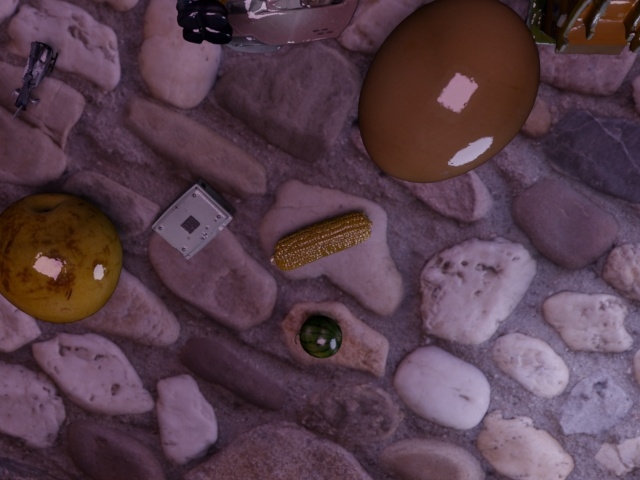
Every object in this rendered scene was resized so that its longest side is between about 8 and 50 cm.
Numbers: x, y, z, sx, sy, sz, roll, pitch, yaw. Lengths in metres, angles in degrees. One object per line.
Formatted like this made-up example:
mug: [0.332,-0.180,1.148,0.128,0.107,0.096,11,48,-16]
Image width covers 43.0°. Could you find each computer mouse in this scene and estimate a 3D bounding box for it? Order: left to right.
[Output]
computer mouse: [-0.075,-0.455,1.548,0.389,0.115,0.199,-6,115,5]

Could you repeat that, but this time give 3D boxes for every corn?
corn: [0.000,0.000,1.752,0.238,0.080,0.080,-22,110,7]

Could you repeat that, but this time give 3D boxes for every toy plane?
toy plane: [-0.581,-0.330,1.633,0.053,0.078,0.197,28,125,-12]

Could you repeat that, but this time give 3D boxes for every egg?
egg: [0.235,-0.275,1.513,0.301,0.301,0.374,32,119,-11]

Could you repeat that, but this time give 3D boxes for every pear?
pear: [-0.546,0.038,1.684,0.281,0.280,0.280,1,112,1]

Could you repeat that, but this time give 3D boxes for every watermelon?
watermelon: [-0.002,0.215,1.833,0.109,0.109,0.108,1,112,1]

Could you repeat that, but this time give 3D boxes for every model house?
model house: [0.524,-0.497,1.411,0.243,0.312,0.357,2,111,-2]

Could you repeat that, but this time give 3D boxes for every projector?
projector: [-0.274,-0.045,1.750,0.147,0.061,0.115,-41,107,17]

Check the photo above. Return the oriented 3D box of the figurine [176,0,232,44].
figurine: [-0.223,-0.524,1.431,0.205,0.185,0.332,13,78,2]
